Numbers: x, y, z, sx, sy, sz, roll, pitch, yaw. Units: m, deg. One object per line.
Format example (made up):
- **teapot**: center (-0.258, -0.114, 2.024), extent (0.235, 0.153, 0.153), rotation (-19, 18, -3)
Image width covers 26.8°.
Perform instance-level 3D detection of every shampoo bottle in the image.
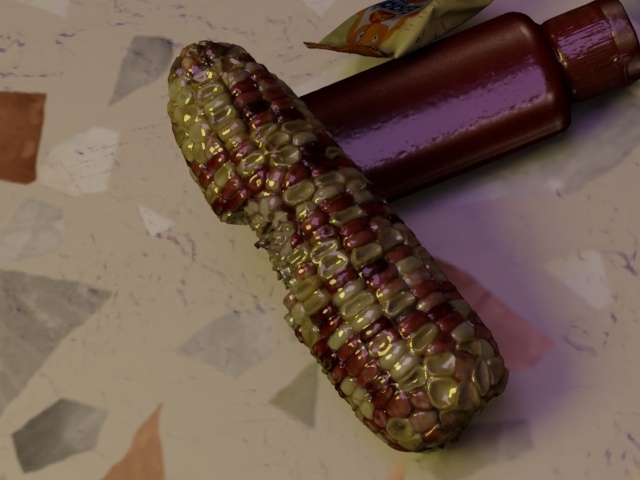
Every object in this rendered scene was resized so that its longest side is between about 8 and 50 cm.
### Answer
- **shampoo bottle**: center (0.083, -0.087, 0.896), extent (0.260, 0.064, 0.102), rotation (-21, 52, 6)

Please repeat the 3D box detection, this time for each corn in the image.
- **corn**: center (0.000, 0.000, 0.808), extent (0.098, 0.098, 0.290), rotation (-37, 76, -5)

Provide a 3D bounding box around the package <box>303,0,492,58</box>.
- **package**: center (0.062, -0.155, 0.925), extent (0.121, 0.031, 0.108), rotation (-32, 23, -20)
